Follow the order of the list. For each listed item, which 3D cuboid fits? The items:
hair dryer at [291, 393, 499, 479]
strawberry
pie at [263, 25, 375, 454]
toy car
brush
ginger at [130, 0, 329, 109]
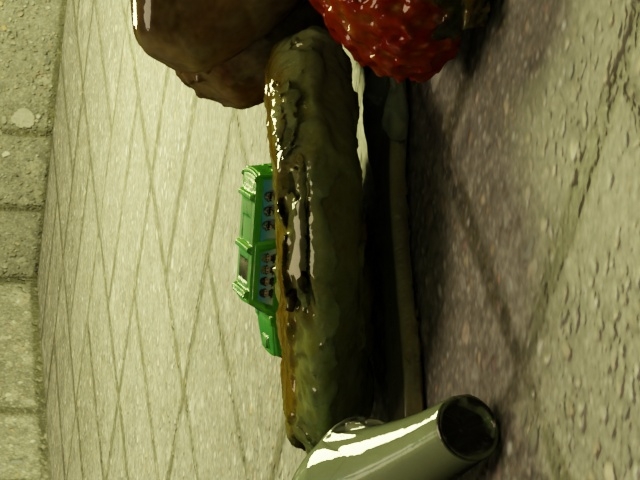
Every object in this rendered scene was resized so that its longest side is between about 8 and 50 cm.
[{"bbox_3d":[0.058,0.185,1.108,0.225,0.088,0.219,65,149,35],"label":"hair dryer"},{"bbox_3d":[0.036,-0.196,1.149,0.236,0.107,0.175,-121,36,-67],"label":"strawberry"},{"bbox_3d":[0.000,0.000,1.272,0.306,0.071,0.306,175,90,-88],"label":"pie"},{"bbox_3d":[-0.036,0.015,1.505,0.071,0.062,0.165,-146,59,-73],"label":"toy car"},{"bbox_3d":[0.048,-0.014,1.252,0.085,0.020,0.336,122,146,-66],"label":"brush"},{"bbox_3d":[-0.052,-0.212,1.353,0.304,0.155,0.244,94,-169,-75],"label":"ginger"}]
